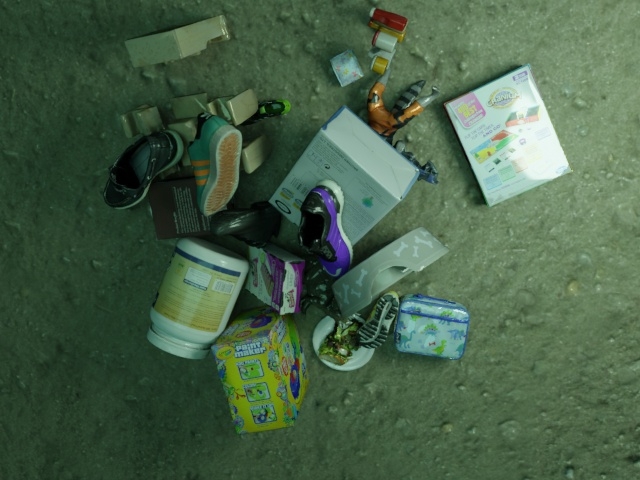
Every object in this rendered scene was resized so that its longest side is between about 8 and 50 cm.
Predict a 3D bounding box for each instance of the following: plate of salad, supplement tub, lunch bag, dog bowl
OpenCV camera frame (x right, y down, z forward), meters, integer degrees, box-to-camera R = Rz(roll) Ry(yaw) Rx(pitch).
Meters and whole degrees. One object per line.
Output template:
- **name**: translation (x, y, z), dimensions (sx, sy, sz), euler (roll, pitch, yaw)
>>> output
- **plate of salad**: translation (0.072, 0.323, 1.679), dimensions (0.200, 0.048, 0.199), euler (2, 102, 9)
- **supplement tub**: translation (-0.367, 0.168, 1.586), dimensions (0.228, 0.228, 0.316), euler (23, 92, 3)
- **lunch bag**: translation (0.075, -0.486, 1.498), dimensions (0.071, 0.053, 0.083), euler (-25, 107, 15)
- **dog bowl**: translation (0.182, 0.084, 1.469), dimensions (0.349, 0.349, 0.102), euler (-35, 82, 14)
- **lunch bag**: translation (0.332, 0.257, 1.606), dimensions (0.219, 0.090, 0.176), euler (11, 101, 5)

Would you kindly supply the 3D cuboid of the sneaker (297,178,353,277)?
- **sneaker**: translation (-0.001, 0.000, 1.380), dimensions (0.102, 0.146, 0.293), euler (11, 130, 30)

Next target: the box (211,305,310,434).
- **box**: translation (-0.168, 0.372, 1.601), dimensions (0.177, 0.290, 0.279), euler (-13, 101, 11)

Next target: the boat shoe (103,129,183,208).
- **boat shoe**: translation (-0.518, -0.186, 1.456), dimensions (0.340, 0.113, 0.127), euler (-26, 86, 32)

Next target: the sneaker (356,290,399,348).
- **sneaker**: translation (0.183, 0.238, 1.610), dimensions (0.082, 0.094, 0.208), euler (32, 113, 4)

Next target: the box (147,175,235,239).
- **box**: translation (-0.377, -0.107, 1.590), dimensions (0.203, 0.167, 0.168), euler (-5, 101, 10)

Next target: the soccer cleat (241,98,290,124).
- **soccer cleat**: translation (-0.176, -0.377, 1.549), dimensions (0.179, 0.072, 0.060), euler (-11, 100, 11)

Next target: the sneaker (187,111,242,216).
- **sneaker**: translation (-0.285, -0.199, 1.391), dimensions (0.121, 0.108, 0.302), euler (43, 137, 21)

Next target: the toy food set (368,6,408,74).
- **toy food set**: translation (0.154, -0.532, 1.382), dimensions (0.105, 0.232, 0.111), euler (24, 143, 4)

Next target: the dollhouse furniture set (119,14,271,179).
- **dollhouse furniture set**: translation (-0.348, -0.398, 1.505), dimensions (0.362, 0.256, 0.394), euler (-1, 119, 23)

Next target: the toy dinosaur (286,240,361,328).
- **toy dinosaur**: translation (-0.011, 0.130, 1.632), dimensions (0.160, 0.121, 0.313), euler (-25, 93, 1)

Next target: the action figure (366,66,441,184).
- **action figure**: translation (0.211, -0.283, 1.467), dimensions (0.341, 0.178, 0.330), euler (34, 112, 16)

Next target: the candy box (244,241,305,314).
- **candy box**: translation (-0.140, 0.103, 1.576), dimensions (0.071, 0.233, 0.159), euler (-2, 105, -33)

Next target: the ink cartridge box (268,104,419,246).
- **ink cartridge box**: translation (0.038, -0.128, 1.460), dimensions (0.270, 0.151, 0.395), euler (42, 137, -1)

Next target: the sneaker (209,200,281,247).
- **sneaker**: translation (-0.199, -0.035, 1.522), dimensions (0.109, 0.286, 0.130), euler (8, 105, 34)

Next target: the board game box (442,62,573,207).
- **board game box**: translation (0.512, -0.284, 1.469), dimensions (0.242, 0.064, 0.316), euler (-23, 98, 13)
